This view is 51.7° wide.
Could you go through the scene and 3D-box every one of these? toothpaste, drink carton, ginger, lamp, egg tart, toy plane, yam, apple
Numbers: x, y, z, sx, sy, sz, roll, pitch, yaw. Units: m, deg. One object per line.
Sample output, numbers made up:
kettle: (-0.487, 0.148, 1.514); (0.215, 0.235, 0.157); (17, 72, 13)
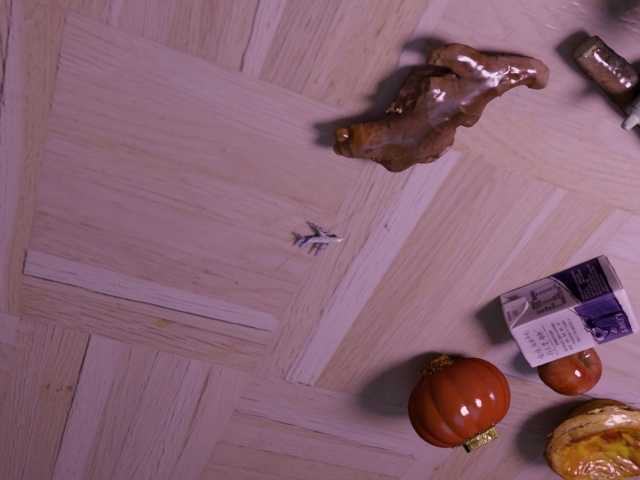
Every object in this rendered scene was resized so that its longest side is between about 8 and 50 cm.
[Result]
toothpaste: (0.512, -0.232, 0.969); (0.197, 0.035, 0.057); (-44, 125, -5)
drink carton: (0.480, 0.142, 1.285); (0.222, 0.102, 0.134); (-25, 128, 18)
ginger: (0.173, -0.199, 1.003); (0.333, 0.080, 0.166); (-29, 137, 25)
lamp: (0.288, 0.338, 1.383); (0.223, 0.196, 0.223); (-25, 162, -9)
egg tart: (0.662, 0.460, 1.548); (0.294, 0.116, 0.295); (1, 131, 1)
toy plane: (-0.001, -0.002, 1.201); (0.084, 0.024, 0.078); (-7, 129, -4)
yam: (0.485, -0.216, 1.014); (0.274, 0.061, 0.061); (33, 122, -24)
apple: (0.516, 0.263, 1.373); (0.126, 0.126, 0.102); (20, 142, -17)
